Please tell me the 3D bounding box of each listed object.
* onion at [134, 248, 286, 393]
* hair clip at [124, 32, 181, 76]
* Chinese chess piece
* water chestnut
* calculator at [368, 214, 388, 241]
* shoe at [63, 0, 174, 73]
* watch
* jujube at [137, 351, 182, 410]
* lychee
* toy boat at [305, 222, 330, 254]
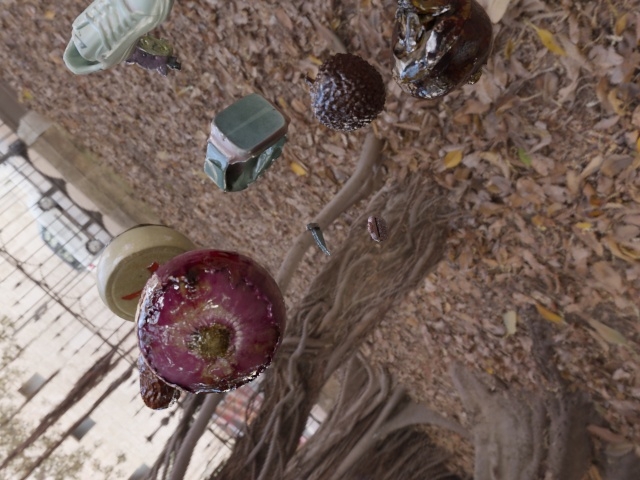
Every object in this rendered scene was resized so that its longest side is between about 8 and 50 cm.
[{"bbox_3d":[-0.259,0.179,1.290,0.358,0.358,0.345,51,-157,-24],"label":"onion"},{"bbox_3d":[-0.585,-0.659,1.866,0.187,0.146,0.056,19,163,-17],"label":"hair clip"},{"bbox_3d":[-0.550,0.110,1.705,0.140,0.338,0.338,49,171,47],"label":"Chinese chess piece"},{"bbox_3d":[0.235,-0.415,1.102,0.238,0.223,0.224,22,175,-35],"label":"water chestnut"},{"bbox_3d":[0.212,-0.046,1.946,0.024,0.166,0.103,-15,82,30],"label":"calculator"},{"bbox_3d":[-0.445,-0.463,1.110,0.363,0.160,0.132,-16,116,51],"label":"shoe"},{"bbox_3d":[-0.205,-0.250,1.465,0.162,0.253,0.241,47,161,17],"label":"watch"},{"bbox_3d":[-0.468,0.388,1.602,0.190,0.255,0.190,10,-172,-1],"label":"jujube"},{"bbox_3d":[0.078,-0.497,1.770,0.300,0.264,0.264,23,155,17],"label":"lychee"},{"bbox_3d":[0.000,0.001,1.708,0.122,0.034,0.096,61,-159,13],"label":"toy boat"}]
